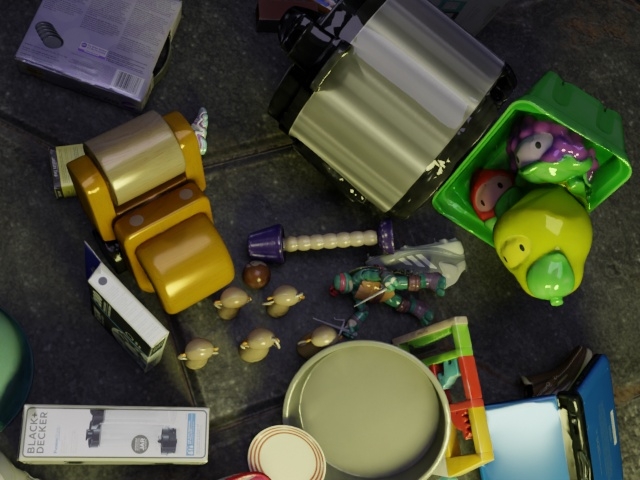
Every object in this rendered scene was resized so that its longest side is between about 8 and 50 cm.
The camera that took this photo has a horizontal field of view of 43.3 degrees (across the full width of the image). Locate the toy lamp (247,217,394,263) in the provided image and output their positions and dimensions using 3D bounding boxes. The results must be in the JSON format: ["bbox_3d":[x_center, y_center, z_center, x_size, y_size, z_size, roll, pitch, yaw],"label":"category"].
[{"bbox_3d":[0.000,0.000,1.526,0.274,0.080,0.080,-6,73,2],"label":"toy lamp"}]

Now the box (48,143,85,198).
[{"bbox_3d":[-0.387,-0.142,1.521,0.232,0.058,0.087,-10,75,-15],"label":"box"}]

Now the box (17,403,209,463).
[{"bbox_3d":[-0.334,0.323,1.326,0.289,0.169,0.087,3,72,-11],"label":"box"}]

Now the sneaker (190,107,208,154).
[{"bbox_3d":[-0.257,-0.218,1.584,0.069,0.038,0.098,3,72,-12],"label":"sneaker"}]

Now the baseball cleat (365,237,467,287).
[{"bbox_3d":[0.194,0.056,1.580,0.205,0.072,0.110,-12,82,-12],"label":"baseball cleat"}]

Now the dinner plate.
[{"bbox_3d":[-0.058,0.387,1.413,0.141,0.017,0.141,3,104,13],"label":"dinner plate"}]

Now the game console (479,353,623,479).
[{"bbox_3d":[0.424,0.379,1.481,0.250,0.173,0.293,-33,117,-46],"label":"game console"}]

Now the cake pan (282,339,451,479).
[{"bbox_3d":[0.081,0.309,1.414,0.293,0.054,0.293,1,100,8],"label":"cake pan"}]

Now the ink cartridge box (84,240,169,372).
[{"bbox_3d":[-0.347,0.119,1.369,0.045,0.206,0.208,-40,84,-24],"label":"ink cartridge box"}]

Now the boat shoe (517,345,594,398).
[{"bbox_3d":[0.426,0.289,1.546,0.095,0.095,0.257,39,69,8],"label":"boat shoe"}]

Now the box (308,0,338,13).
[{"bbox_3d":[0.051,-0.515,1.752,0.136,0.028,0.081,28,69,-1],"label":"box"}]

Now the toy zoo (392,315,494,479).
[{"bbox_3d":[0.218,0.300,1.443,0.030,0.192,0.293,1,71,-32],"label":"toy zoo"}]

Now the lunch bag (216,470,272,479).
[{"bbox_3d":[-0.158,0.549,1.326,0.258,0.120,0.293,-19,78,-13],"label":"lunch bag"}]

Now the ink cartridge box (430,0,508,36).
[{"bbox_3d":[0.235,-0.566,1.704,0.269,0.197,0.198,-4,73,-21],"label":"ink cartridge box"}]

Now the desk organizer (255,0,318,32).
[{"bbox_3d":[-0.070,-0.473,1.702,0.130,0.047,0.050,-2,71,-13],"label":"desk organizer"}]

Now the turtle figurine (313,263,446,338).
[{"bbox_3d":[0.108,0.099,1.511,0.234,0.175,0.118,5,54,-19],"label":"turtle figurine"}]

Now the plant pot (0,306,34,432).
[{"bbox_3d":[-0.606,0.189,1.263,0.271,0.255,0.272,4,72,-12],"label":"plant pot"}]

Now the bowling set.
[{"bbox_3d":[-0.120,0.122,1.444,0.286,0.154,0.200,-6,74,-15],"label":"bowling set"}]

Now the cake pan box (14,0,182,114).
[{"bbox_3d":[-0.427,-0.403,1.591,0.266,0.070,0.246,18,72,-6],"label":"cake pan box"}]

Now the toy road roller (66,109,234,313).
[{"bbox_3d":[-0.266,-0.031,1.373,0.202,0.330,0.240,-31,59,-20],"label":"toy road roller"}]

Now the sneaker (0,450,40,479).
[{"bbox_3d":[-0.453,0.444,1.317,0.281,0.105,0.115,46,40,6],"label":"sneaker"}]

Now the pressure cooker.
[{"bbox_3d":[0.104,-0.295,1.513,0.420,0.370,0.376,39,65,-2],"label":"pressure cooker"}]

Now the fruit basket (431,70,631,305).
[{"bbox_3d":[0.388,-0.072,1.505,0.282,0.392,0.392,32,69,-1],"label":"fruit basket"}]
